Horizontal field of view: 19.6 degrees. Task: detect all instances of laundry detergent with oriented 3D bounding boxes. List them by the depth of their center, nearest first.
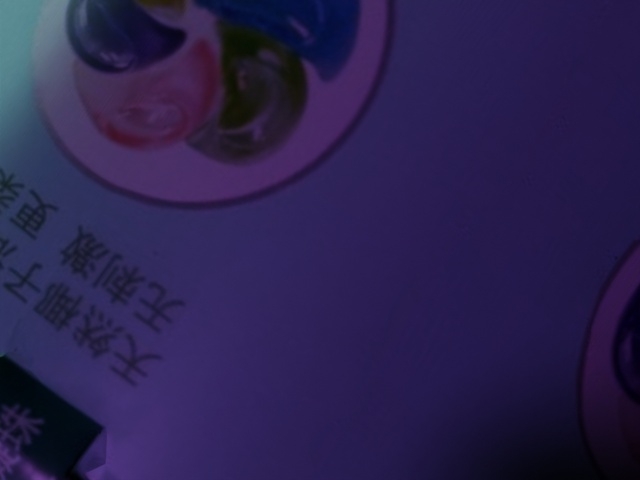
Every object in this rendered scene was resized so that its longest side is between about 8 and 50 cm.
[{"bbox_3d":[0.000,0.000,0.546,0.305,0.287,0.287,-55,-5,-1],"label":"laundry detergent"}]
